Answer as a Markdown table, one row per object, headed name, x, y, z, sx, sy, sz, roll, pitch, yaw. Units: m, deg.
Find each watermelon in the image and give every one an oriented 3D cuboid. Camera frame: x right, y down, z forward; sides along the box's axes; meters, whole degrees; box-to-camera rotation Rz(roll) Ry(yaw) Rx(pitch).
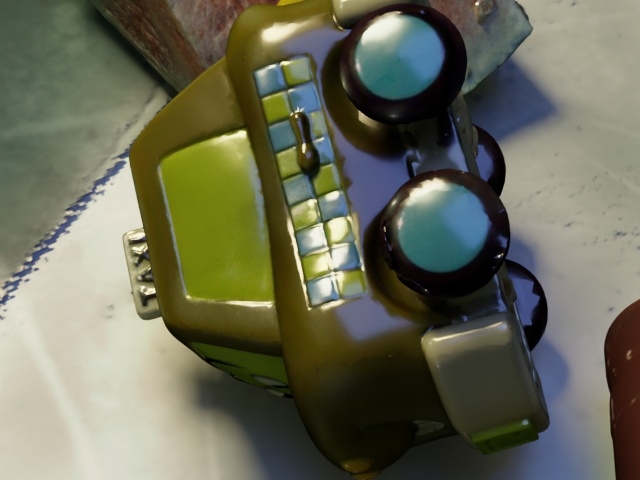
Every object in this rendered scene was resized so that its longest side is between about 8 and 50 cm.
| name | x | y | z | sx | sy | sz | roll | pitch | yaw |
| --- | --- | --- | --- | --- | --- | --- | --- | --- | --- |
| watermelon | -0.017 | -0.185 | 1.043 | 0.213 | 0.201 | 0.262 | -38 | 71 | -16 |

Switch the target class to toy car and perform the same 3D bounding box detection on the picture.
| name | x | y | z | sx | sy | sz | roll | pitch | yaw |
| --- | --- | --- | --- | --- | --- | --- | --- | --- | --- |
| toy car | 0.000 | 0.000 | 0.923 | 0.198 | 0.204 | 0.248 | -17 | 73 | 7 |

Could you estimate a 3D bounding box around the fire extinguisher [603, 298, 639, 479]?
| name | x | y | z | sx | sy | sz | roll | pitch | yaw |
| --- | --- | --- | --- | --- | --- | --- | --- | --- | --- |
| fire extinguisher | 0.204 | 0.180 | 0.842 | 0.114 | 0.135 | 0.337 | 22 | 50 | -26 |
